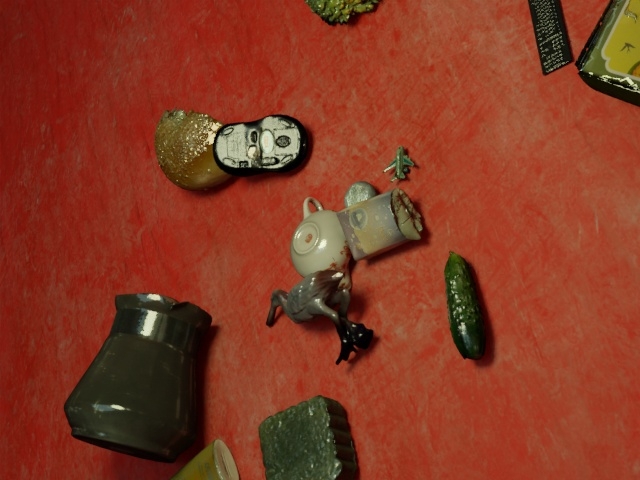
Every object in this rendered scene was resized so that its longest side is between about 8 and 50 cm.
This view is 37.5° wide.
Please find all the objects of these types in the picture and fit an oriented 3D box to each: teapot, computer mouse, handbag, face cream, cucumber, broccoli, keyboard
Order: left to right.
[{"bbox_3d":[-0.414,0.316,2.204,0.376,0.305,0.362,143,144,-65],"label":"teapot"},{"bbox_3d":[-0.299,0.579,2.111,0.285,0.067,0.139,-44,47,22],"label":"face cream"},{"bbox_3d":[-0.138,-0.222,2.233,0.233,0.096,0.137,-1,80,12],"label":"computer mouse"},{"bbox_3d":[0.000,0.000,2.048,0.159,0.116,0.246,-39,44,40],"label":"teapot"},{"bbox_3d":[0.043,-0.651,2.199,0.273,0.180,0.243,-41,49,24],"label":"broccoli"},{"bbox_3d":[0.130,-0.036,1.939,0.173,0.095,0.117,-21,92,37],"label":"handbag"},{"bbox_3d":[0.268,0.117,1.768,0.069,0.069,0.228,-27,55,33],"label":"cucumber"},{"bbox_3d":[0.449,-0.422,1.851,0.067,0.011,0.202,-24,58,36],"label":"keyboard"}]

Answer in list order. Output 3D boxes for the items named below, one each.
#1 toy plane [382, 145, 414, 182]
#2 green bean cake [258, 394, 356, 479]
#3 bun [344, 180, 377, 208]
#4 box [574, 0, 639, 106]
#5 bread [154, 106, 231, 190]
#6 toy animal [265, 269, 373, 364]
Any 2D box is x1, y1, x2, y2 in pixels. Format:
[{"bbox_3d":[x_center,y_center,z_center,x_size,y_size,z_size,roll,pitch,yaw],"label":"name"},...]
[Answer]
[{"bbox_3d":[0.170,-0.162,1.994,0.080,0.033,0.083,-10,60,41],"label":"toy plane"},{"bbox_3d":[-0.024,0.423,1.897,0.185,0.094,0.184,-31,54,30],"label":"green bean cake"},{"bbox_3d":[0.089,-0.090,2.030,0.083,0.045,0.083,-21,59,40],"label":"bun"},{"bbox_3d":[0.679,-0.382,1.511,0.373,0.138,0.420,32,97,39],"label":"box"},{"bbox_3d":[-0.328,-0.227,2.386,0.314,0.171,0.192,23,86,46],"label":"bread"},{"bbox_3d":[-0.025,0.136,1.986,0.324,0.090,0.195,18,112,46],"label":"toy animal"}]
